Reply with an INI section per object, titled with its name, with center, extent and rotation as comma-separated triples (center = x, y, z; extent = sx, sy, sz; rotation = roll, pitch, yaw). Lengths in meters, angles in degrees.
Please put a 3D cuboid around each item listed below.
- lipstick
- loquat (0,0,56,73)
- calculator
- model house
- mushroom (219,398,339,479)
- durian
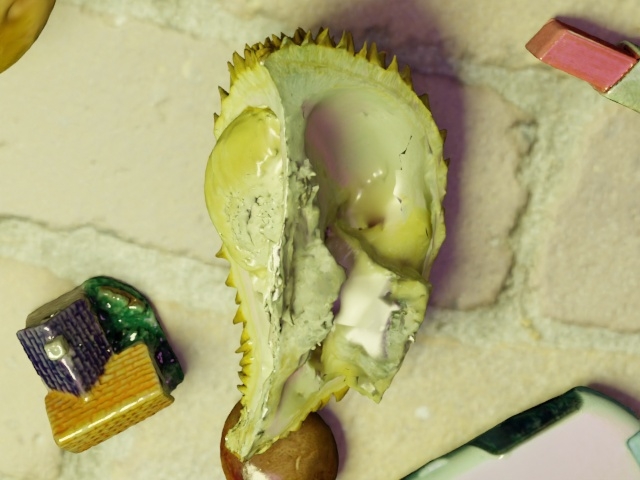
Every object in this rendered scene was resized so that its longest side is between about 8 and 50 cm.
[lipstick]
center = 0.291, -0.081, 1.210
extent = 0.312, 0.051, 0.051
rotation = 25, 99, -6
[loquat]
center = -0.275, -0.207, 1.083
extent = 0.243, 0.244, 0.244
rotation = 0, 100, -3
[calculator]
center = 0.127, 0.227, 1.258
extent = 0.293, 0.051, 0.173
rotation = -30, 101, 3
[model house]
center = -0.153, 0.085, 1.194
extent = 0.087, 0.100, 0.101
rotation = -26, 100, 2
[mushroom]
center = -0.033, 0.173, 1.231
extent = 0.088, 0.073, 0.130
rotation = 7, 104, -34
[durian]
center = 0.000, 0.000, 1.154
extent = 0.172, 0.166, 0.306
rotation = 10, 109, -2
